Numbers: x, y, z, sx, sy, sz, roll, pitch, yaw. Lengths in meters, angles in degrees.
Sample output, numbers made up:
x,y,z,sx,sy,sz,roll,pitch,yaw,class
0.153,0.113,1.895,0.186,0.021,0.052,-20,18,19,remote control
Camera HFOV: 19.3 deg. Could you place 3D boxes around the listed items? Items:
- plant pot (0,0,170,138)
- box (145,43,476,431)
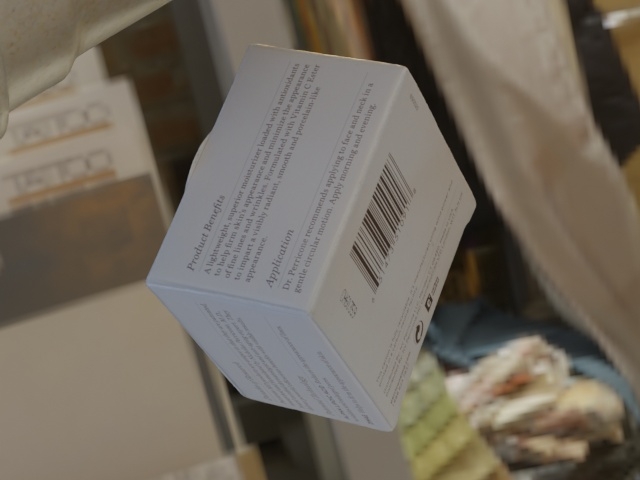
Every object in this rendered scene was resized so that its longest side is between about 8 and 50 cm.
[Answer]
x,y,z,sx,sy,sz,roll,pitch,yaw,class
-0.126,-0.267,1.092,0.305,0.334,0.334,-26,23,-17,plant pot
0.000,0.000,1.219,0.119,0.182,0.181,11,66,26,box
